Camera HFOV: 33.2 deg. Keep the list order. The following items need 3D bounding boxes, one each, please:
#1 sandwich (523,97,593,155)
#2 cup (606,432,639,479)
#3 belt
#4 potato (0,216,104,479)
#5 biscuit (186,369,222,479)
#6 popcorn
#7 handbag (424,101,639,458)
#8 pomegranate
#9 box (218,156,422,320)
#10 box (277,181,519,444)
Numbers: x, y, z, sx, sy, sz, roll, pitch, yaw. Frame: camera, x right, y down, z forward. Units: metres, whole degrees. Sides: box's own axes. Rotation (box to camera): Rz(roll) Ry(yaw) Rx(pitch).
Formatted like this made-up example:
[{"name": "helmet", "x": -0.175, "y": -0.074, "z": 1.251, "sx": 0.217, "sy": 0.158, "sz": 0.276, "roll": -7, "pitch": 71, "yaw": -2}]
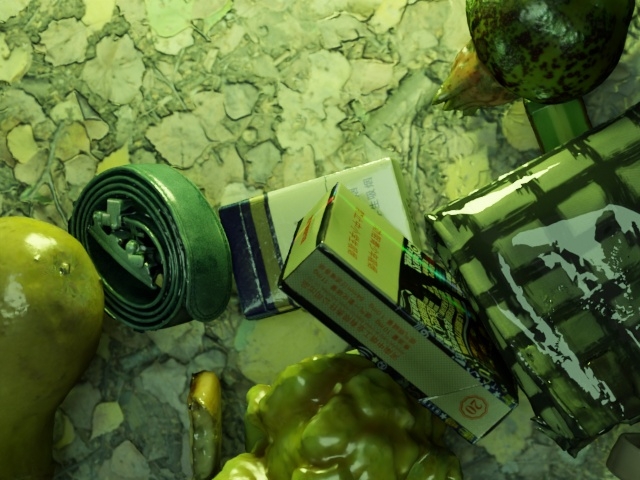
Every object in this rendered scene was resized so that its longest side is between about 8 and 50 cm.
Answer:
[{"name": "sandwich", "x": 0.320, "y": -0.143, "z": 1.410, "sx": 0.074, "sy": 0.074, "sz": 0.116, "roll": -20, "pitch": 115, "yaw": 13}, {"name": "cup", "x": 0.491, "y": 0.296, "z": 1.214, "sx": 0.208, "sy": 0.273, "sz": 0.288, "roll": -40, "pitch": 75, "yaw": 17}, {"name": "belt", "x": -0.228, "y": 0.015, "z": 1.484, "sx": 0.267, "sy": 0.116, "sz": 0.206, "roll": 50, "pitch": 120, "yaw": 20}, {"name": "potato", "x": -0.414, "y": 0.167, "z": 1.423, "sx": 0.296, "sy": 0.290, "sz": 0.397, "roll": -17, "pitch": 76, "yaw": 37}, {"name": "biscuit", "x": -0.157, "y": 0.325, "z": 1.455, "sx": 0.045, "sy": 0.154, "sz": 0.299, "roll": 1, "pitch": 95, "yaw": -4}, {"name": "popcorn", "x": 0.006, "y": 0.264, "z": 1.360, "sx": 0.321, "sy": 0.326, "sz": 0.290, "roll": 19, "pitch": 90, "yaw": -28}, {"name": "handbag", "x": 0.332, "y": 0.039, "z": 1.240, "sx": 0.325, "sy": 0.162, "sz": 0.327, "roll": -29, "pitch": 69, "yaw": 2}, {"name": "pomegranate", "x": 0.270, "y": -0.249, "z": 1.342, "sx": 0.204, "sy": 0.222, "sz": 0.276, "roll": 20, "pitch": 126, "yaw": 8}, {"name": "box", "x": 0.000, "y": 0.000, "z": 1.461, "sx": 0.259, "sy": 0.071, "sz": 0.168, "roll": -15, "pitch": 85, "yaw": 15}, {"name": "box", "x": 0.101, "y": 0.082, "z": 1.307, "sx": 0.310, "sy": 0.198, "sz": 0.084, "roll": 39, "pitch": 112, "yaw": -11}]
